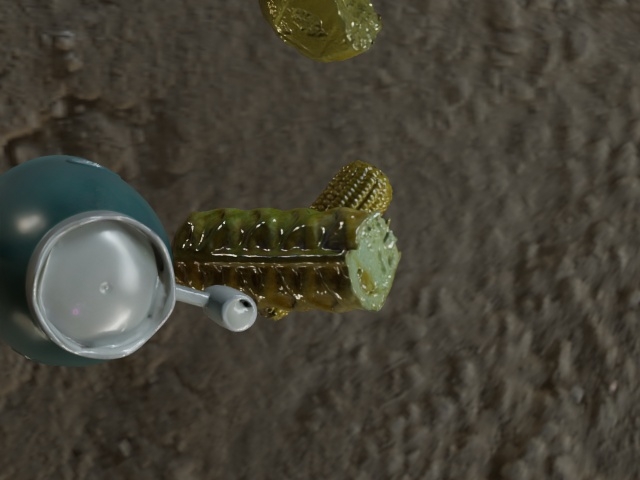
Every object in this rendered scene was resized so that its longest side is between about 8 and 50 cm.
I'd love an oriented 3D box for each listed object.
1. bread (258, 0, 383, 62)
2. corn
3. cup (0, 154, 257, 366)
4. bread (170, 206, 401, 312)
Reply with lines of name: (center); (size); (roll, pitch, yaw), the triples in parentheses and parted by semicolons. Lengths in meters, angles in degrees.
bread: (-0.007, -0.270, 1.508); (0.125, 0.086, 0.156); (0, 131, 22)
corn: (0.000, 0.000, 1.696); (0.080, 0.080, 0.231); (39, 79, 9)
cup: (-0.188, 0.022, 1.084); (0.300, 0.173, 0.167); (15, 90, -24)
bread: (-0.046, 0.017, 1.382); (0.269, 0.087, 0.098); (1, 116, 39)
